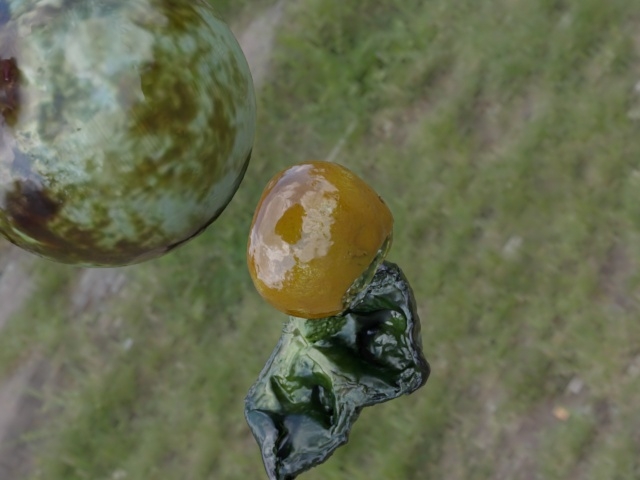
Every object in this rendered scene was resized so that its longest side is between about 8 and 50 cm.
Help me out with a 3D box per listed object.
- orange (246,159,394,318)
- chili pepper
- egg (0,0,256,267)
[{"bbox_3d":[0.000,0.000,1.514,0.155,0.134,0.154,8,-90,-82],"label":"orange"},{"bbox_3d":[0.024,0.129,1.723,0.264,0.116,0.148,-59,37,17],"label":"chili pepper"},{"bbox_3d":[-0.182,-0.096,1.252,0.289,0.238,0.238,-5,55,51],"label":"egg"}]
